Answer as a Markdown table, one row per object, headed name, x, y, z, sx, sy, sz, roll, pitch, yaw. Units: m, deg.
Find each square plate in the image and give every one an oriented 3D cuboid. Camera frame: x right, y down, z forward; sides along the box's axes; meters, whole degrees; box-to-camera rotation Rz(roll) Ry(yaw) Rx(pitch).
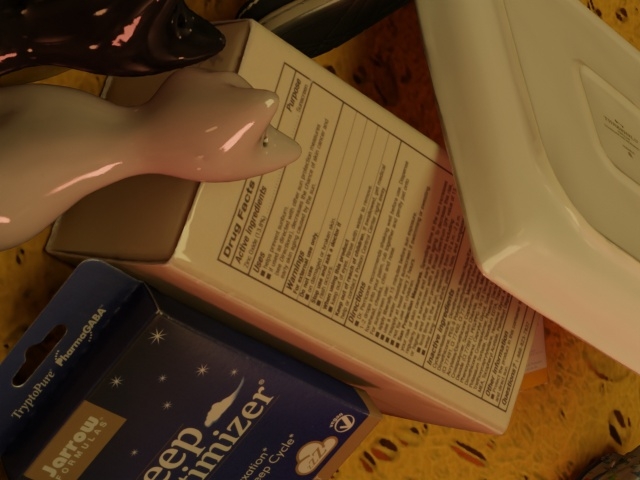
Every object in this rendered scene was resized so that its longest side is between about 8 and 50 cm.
| name | x | y | z | sx | sy | sz | roll | pitch | yaw |
| --- | --- | --- | --- | --- | --- | --- | --- | --- | --- |
| square plate | 0.196 | -0.058 | 1.074 | 0.347 | 0.049 | 0.344 | 30 | 38 | -39 |

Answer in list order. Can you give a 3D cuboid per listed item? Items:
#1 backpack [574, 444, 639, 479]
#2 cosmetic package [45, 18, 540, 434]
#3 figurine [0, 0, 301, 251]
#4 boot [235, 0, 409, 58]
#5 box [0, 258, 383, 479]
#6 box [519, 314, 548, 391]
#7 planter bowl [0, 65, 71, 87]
| name | x | y | z | sx | sy | sz | roll | pitch | yaw |
| --- | --- | --- | --- | --- | --- | --- | --- | --- | --- |
| backpack | 0.242 | 0.221 | 1.212 | 0.114 | 0.084 | 0.105 | -20 | 104 | -46 |
| cosmetic package | 0.000 | 0.000 | 0.955 | 0.296 | 0.129 | 0.153 | 32 | 71 | -39 |
| figurine | -0.127 | -0.065 | 0.728 | 0.215 | 0.209 | 0.092 | 50 | 33 | -66 |
| boot | 0.003 | -0.226 | 0.964 | 0.236 | 0.085 | 0.178 | -35 | 85 | -27 |
| box | -0.084 | 0.108 | 0.896 | 0.225 | 0.036 | 0.136 | 30 | 106 | -38 |
| box | 0.129 | 0.046 | 1.144 | 0.081 | 0.028 | 0.136 | -10 | 95 | -42 |
| planter bowl | -0.198 | -0.155 | 0.727 | 0.217 | 0.217 | 0.090 | 20 | 62 | -41 |
